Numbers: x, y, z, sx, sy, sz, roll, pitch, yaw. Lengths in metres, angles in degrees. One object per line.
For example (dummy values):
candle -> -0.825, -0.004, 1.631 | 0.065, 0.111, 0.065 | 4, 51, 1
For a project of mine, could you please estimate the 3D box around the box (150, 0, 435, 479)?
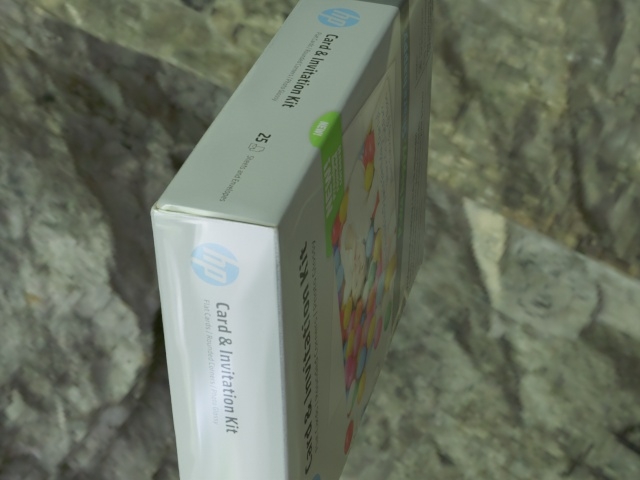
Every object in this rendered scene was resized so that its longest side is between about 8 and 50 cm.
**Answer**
box -> 0.000, 0.000, 0.433 | 0.186, 0.038, 0.145 | -61, -24, -51
